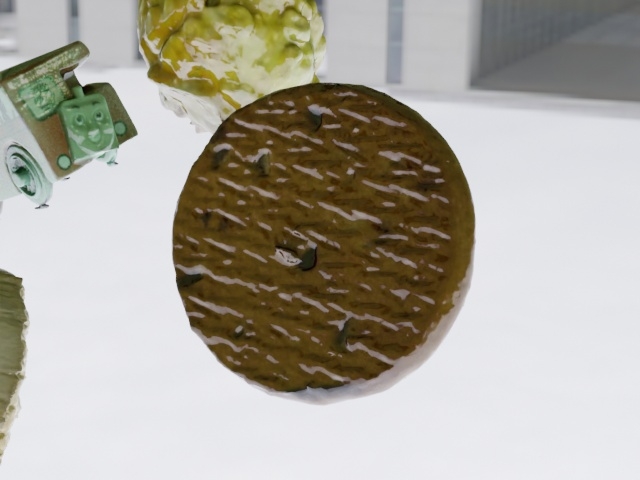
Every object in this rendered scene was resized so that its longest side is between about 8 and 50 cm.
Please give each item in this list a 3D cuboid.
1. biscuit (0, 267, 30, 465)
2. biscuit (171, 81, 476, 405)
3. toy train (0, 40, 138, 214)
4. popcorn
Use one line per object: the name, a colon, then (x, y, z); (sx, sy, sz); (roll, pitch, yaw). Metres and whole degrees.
biscuit: (-0.341, 0.168, 1.339); (0.084, 0.281, 0.179); (18, 178, -28)
biscuit: (0.000, 0.000, 0.864); (0.212, 0.212, 0.036); (9, 179, 26)
toy train: (-0.340, -0.118, 1.553); (0.129, 0.159, 0.326); (-32, -168, -32)
popcorn: (-0.112, -0.210, 1.602); (0.233, 0.266, 0.192); (23, -124, -16)
